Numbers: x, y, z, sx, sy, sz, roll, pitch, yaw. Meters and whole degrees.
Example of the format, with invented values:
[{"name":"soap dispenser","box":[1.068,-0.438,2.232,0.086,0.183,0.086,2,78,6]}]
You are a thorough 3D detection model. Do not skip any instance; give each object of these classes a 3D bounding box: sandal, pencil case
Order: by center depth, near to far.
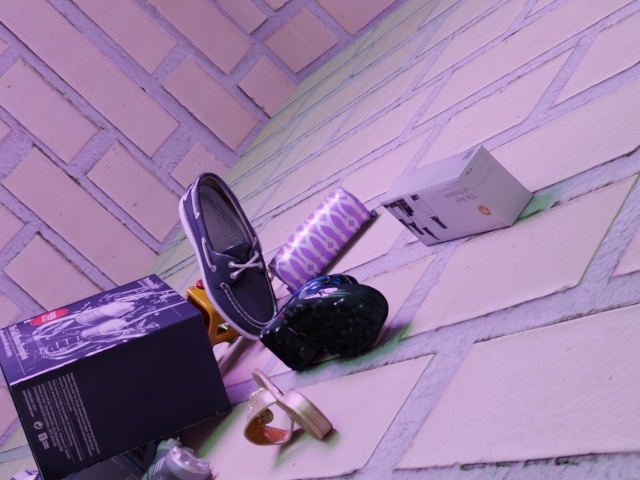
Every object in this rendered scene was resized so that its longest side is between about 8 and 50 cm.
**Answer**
[{"name":"sandal","box":[-0.066,0.229,1.513,0.079,0.088,0.240,-44,16,-14]},{"name":"pencil case","box":[0.000,0.000,2.035,0.206,0.086,0.088,-45,-22,-1]}]

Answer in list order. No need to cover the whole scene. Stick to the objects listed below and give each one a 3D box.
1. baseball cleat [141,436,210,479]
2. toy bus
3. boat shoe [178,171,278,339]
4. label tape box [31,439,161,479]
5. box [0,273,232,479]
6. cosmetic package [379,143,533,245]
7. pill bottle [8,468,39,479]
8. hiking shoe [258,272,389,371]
[{"name":"baseball cleat","box":[-0.215,0.353,1.724,0.109,0.072,0.206,-63,9,-7]},{"name":"toy bus","box":[-0.151,0.123,2.102,0.202,0.191,0.104,-49,55,-5]},{"name":"boat shoe","box":[-0.153,0.025,1.995,0.114,0.302,0.091,-23,-17,-31]},{"name":"label tape box","box":[-0.429,0.446,2.026,0.348,0.115,0.249,-47,12,9]},{"name":"box","box":[-0.356,0.213,1.936,0.312,0.179,0.343,-20,16,-17]},{"name":"cosmetic package","box":[0.175,-0.054,1.565,0.060,0.099,0.239,-54,13,-19]},{"name":"pill bottle","box":[-0.554,0.505,2.273,0.108,0.108,0.180,-51,12,-17]},{"name":"hiking shoe","box":[0.012,0.088,1.628,0.132,0.113,0.304,-54,14,-26]}]
